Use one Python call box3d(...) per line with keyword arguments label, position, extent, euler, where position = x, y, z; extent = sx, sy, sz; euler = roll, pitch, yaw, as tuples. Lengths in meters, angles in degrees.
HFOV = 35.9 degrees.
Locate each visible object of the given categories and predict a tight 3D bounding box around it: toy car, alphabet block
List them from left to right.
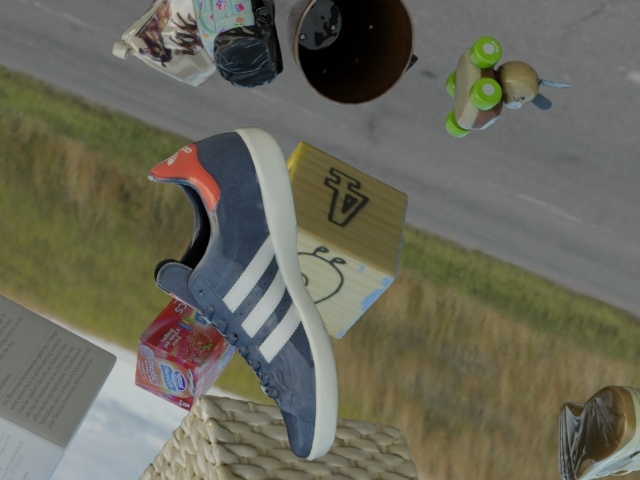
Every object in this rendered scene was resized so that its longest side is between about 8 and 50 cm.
box3d(label="alphabet block", position=(0.000, 0.000, 1.533), extent=(0.197, 0.193, 0.192), euler=(25, 133, -13))
box3d(label="toy car", position=(0.331, -0.257, 1.725), extent=(0.188, 0.148, 0.155), euler=(6, 163, -10))

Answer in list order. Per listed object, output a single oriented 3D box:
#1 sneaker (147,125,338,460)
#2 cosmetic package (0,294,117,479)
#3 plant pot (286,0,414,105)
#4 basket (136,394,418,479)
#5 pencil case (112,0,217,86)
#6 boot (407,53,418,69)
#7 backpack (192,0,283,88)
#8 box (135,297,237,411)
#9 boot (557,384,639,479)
box3d(label="sneaker", position=(-0.086, 0.067, 1.008), extent=(0.148, 0.350, 0.131), euler=(-15, -178, -17))
box3d(label="cosmetic package", position=(-0.562, 0.181, 1.455), extent=(0.453, 0.161, 0.230), euler=(30, -151, -6))
box3d(label="plant pot", position=(0.026, -0.375, 1.769), extent=(0.215, 0.215, 0.230), euler=(26, -169, -26))
box3d(label="basket", position=(-0.039, 0.397, 1.169), extent=(0.331, 0.266, 0.328), euler=(17, -147, -31))
box3d(label="pencil case", position=(-0.171, -0.442, 1.624), extent=(0.184, 0.410, 0.160), euler=(27, -165, -34))
box3d(label="boot", position=(0.128, -0.365, 1.989), extent=(0.099, 0.121, 0.045), euler=(41, -146, -7))
box3d(label="backpack", position=(-0.123, -0.327, 1.423), extent=(0.115, 0.182, 0.152), euler=(-11, 160, -4))
box3d(label="box", position=(-0.211, 0.161, 1.758), extent=(0.123, 0.257, 0.128), euler=(25, 132, 11))
box3d(label="boot", position=(0.312, 0.177, 0.896), extent=(0.165, 0.077, 0.213), euler=(1, 160, -4))
